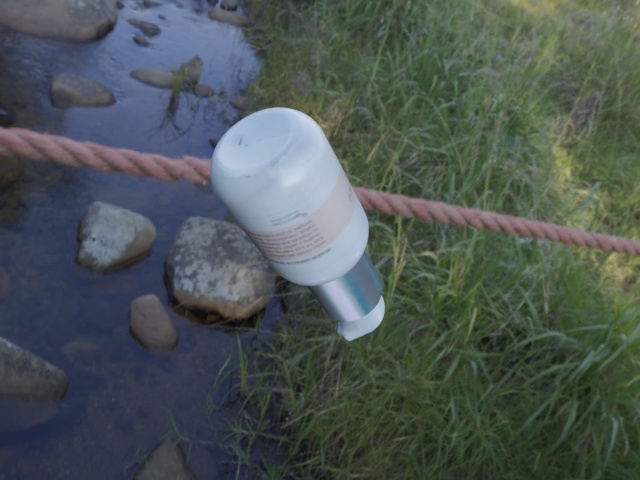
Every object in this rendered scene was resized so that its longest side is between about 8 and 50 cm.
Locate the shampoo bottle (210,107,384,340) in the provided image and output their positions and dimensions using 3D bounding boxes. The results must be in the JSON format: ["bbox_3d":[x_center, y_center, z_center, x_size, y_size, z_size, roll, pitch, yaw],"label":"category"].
[{"bbox_3d":[0.000,0.000,0.412,0.074,0.192,0.073,-16,47,18],"label":"shampoo bottle"}]
